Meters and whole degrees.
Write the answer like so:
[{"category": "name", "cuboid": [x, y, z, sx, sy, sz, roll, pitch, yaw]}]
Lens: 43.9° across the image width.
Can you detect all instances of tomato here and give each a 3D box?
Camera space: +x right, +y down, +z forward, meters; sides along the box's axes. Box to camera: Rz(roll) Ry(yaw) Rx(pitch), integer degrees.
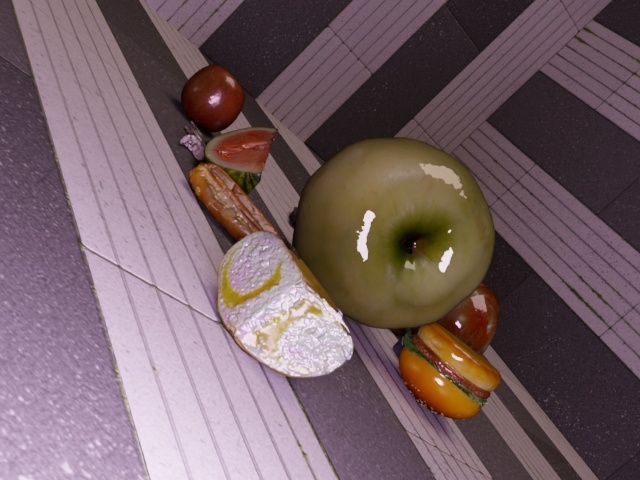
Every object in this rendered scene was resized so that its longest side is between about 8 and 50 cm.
[{"category": "tomato", "cuboid": [0.376, 0.227, 2.272, 0.223, 0.270, 0.270, 30, 11, -5]}]

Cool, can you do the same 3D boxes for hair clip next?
[{"category": "hair clip", "cuboid": [-0.312, -0.251, 1.975, 0.072, 0.034, 0.226, 47, 7, -18]}]

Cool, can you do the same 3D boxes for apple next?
[{"category": "apple", "cuboid": [-0.303, -0.401, 2.244, 0.181, 0.168, 0.181, 44, 4, -4]}, {"category": "apple", "cuboid": [0.154, -0.021, 1.812, 0.473, 0.473, 0.473, 45, 9, -9]}]

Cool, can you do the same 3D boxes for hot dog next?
[{"category": "hot dog", "cuboid": [-0.174, -0.056, 1.634, 0.269, 0.072, 0.115, 50, 9, 14]}]

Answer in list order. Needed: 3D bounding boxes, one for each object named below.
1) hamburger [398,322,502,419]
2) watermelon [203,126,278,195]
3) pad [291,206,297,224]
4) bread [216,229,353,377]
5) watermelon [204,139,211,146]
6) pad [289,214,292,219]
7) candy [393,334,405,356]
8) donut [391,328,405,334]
[{"category": "hamburger", "cuboid": [0.281, 0.305, 1.818, 0.246, 0.170, 0.246, 36, 1, -1]}, {"category": "watermelon", "cuboid": [-0.191, -0.169, 1.893, 0.303, 0.159, 0.128, -82, 170, -63]}, {"category": "pad", "cuboid": [-0.001, 0.000, 2.290, 0.233, 0.022, 0.174, 46, 8, -12]}, {"category": "bread", "cuboid": [-0.053, 0.119, 1.236, 0.156, 0.158, 0.260, 52, 2, -45]}, {"category": "watermelon", "cuboid": [-0.250, -0.221, 2.017, 0.101, 0.080, 0.155, 47, 18, 29]}, {"category": "pad", "cuboid": [0.042, 0.051, 2.336, 0.330, 0.004, 0.220, 48, 9, 13]}, {"category": "candy", "cuboid": [0.310, 0.351, 2.078, 0.312, 0.061, 0.088, 39, 9, -37]}, {"category": "donut", "cuboid": [0.185, 0.140, 2.170, 0.295, 0.151, 0.112, 41, 30, -26]}]
